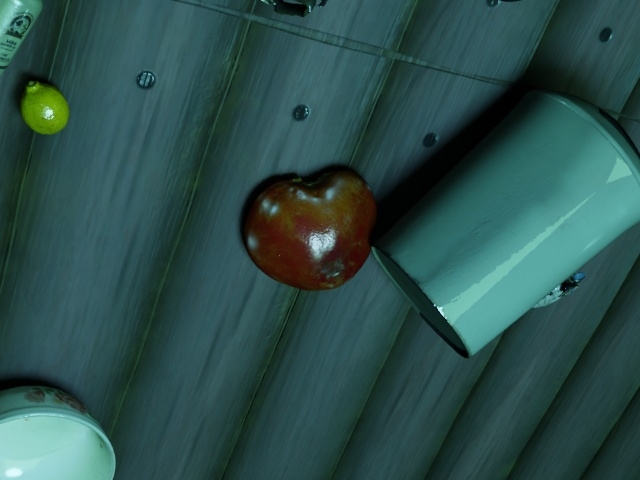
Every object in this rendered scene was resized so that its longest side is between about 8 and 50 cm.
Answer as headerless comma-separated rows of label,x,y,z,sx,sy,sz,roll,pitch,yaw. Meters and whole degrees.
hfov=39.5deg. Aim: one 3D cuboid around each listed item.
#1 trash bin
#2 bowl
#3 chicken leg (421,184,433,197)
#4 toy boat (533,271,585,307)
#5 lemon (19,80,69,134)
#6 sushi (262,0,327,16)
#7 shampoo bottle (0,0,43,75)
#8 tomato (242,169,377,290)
trash bin,0.318,-0.040,1.447,0.432,0.280,0.280,-41,130,-5
bowl,-0.483,0.341,1.444,0.277,0.145,0.277,-13,128,-17
chicken leg,0.218,-0.004,1.600,0.089,0.048,0.219,-14,127,-20
toy boat,0.426,0.025,1.670,0.140,0.141,0.270,-23,115,-10
lemon,-0.370,-0.178,1.193,0.062,0.062,0.083,-26,131,-7
sushi,-0.109,-0.405,1.135,0.291,0.139,0.131,35,83,-39
shampoo bottle,-0.392,-0.283,1.097,0.079,0.079,0.162,28,107,-37
tomato,0.000,0.000,1.441,0.233,0.140,0.200,-16,134,-16
